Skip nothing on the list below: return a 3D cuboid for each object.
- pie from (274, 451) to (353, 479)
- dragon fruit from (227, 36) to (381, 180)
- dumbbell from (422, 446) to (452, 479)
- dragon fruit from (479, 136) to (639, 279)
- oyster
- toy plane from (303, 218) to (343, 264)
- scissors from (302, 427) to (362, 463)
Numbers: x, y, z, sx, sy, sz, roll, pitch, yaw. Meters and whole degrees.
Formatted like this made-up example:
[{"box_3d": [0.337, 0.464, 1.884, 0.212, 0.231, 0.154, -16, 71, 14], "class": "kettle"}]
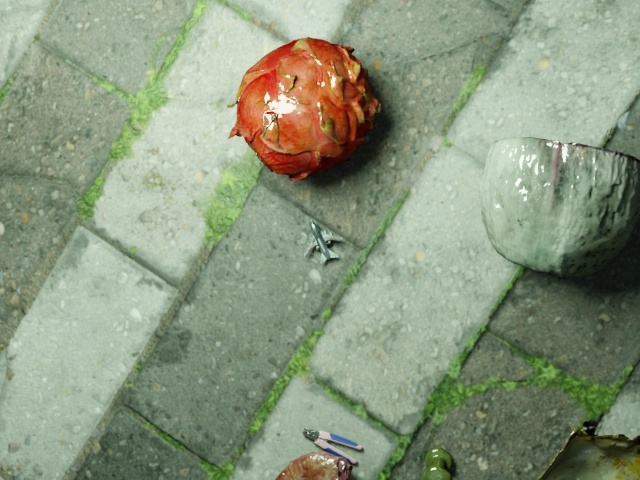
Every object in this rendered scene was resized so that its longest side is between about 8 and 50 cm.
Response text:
[{"box_3d": [0.008, 0.493, 1.779, 0.204, 0.054, 0.218, -23, 85, 16], "class": "pie"}, {"box_3d": [-0.025, -0.227, 1.681, 0.241, 0.241, 0.252, 45, 113, 5], "class": "dragon fruit"}, {"box_3d": [0.207, 0.403, 1.723, 0.052, 0.118, 0.046, 31, 101, 5], "class": "dumbbell"}, {"box_3d": [0.400, -0.049, 1.631, 0.283, 0.204, 0.221, 13, 95, 9], "class": "dragon fruit"}, {"box_3d": [0.444, 0.474, 1.704, 0.221, 0.096, 0.361, 40, 98, 0], "class": "oyster"}, {"box_3d": [0.000, 0.000, 1.780, 0.078, 0.031, 0.083, -24, 89, 9], "class": "toy plane"}, {"box_3d": [0.020, 0.373, 1.803, 0.113, 0.012, 0.039, 21, 95, 7], "class": "scissors"}]
